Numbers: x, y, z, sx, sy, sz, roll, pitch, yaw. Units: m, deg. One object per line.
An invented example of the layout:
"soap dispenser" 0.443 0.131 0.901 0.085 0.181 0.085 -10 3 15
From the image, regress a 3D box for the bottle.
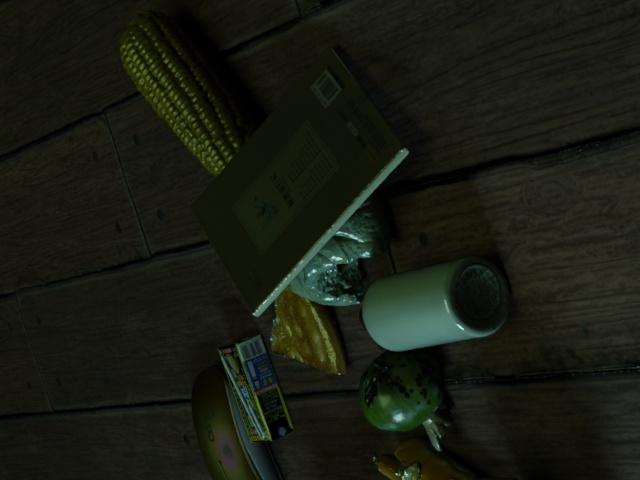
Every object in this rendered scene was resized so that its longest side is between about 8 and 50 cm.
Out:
"bottle" 0.131 0.086 1.915 0.245 0.104 0.104 -18 91 57

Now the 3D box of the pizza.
"pizza" -0.024 0.143 2.228 0.184 0.036 0.176 55 145 19

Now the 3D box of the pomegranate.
"pomegranate" 0.122 0.213 1.994 0.161 0.122 0.122 47 149 -12

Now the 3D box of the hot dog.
"hot dog" 0.173 0.351 2.020 0.269 0.072 0.109 29 127 44

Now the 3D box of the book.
"book" -0.035 -0.079 1.975 0.310 0.021 0.217 -48 51 20

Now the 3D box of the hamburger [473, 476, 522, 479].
"hamburger" 0.239 0.381 1.827 0.215 0.189 0.122 31 124 29

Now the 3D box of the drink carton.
"drink carton" -0.104 0.237 2.373 0.071 0.056 0.165 -17 92 60

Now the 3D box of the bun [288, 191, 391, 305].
"bun" 0.000 0.000 2.041 0.204 0.127 0.212 29 130 47

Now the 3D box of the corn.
"corn" -0.182 -0.203 2.203 0.363 0.120 0.120 53 143 25

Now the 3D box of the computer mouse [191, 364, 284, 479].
"computer mouse" -0.136 0.357 2.467 0.158 0.072 0.310 -31 81 58
